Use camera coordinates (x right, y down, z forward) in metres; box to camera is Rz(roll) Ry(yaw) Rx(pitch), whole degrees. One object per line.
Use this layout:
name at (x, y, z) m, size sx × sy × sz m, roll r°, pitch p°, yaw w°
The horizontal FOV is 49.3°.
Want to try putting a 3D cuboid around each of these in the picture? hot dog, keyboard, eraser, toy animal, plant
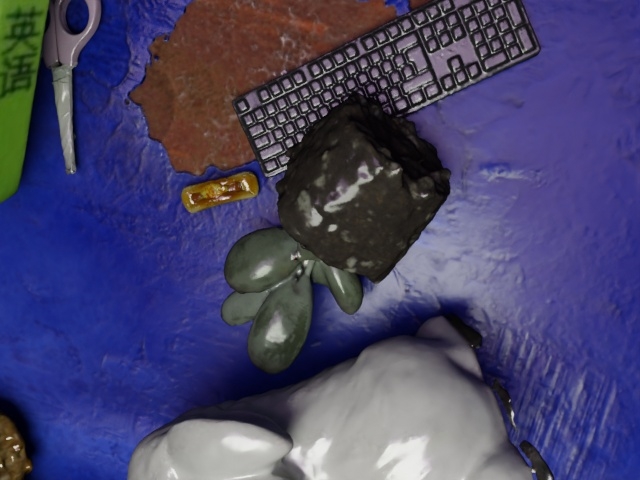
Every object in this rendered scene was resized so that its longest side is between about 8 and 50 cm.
hot dog at (-0.112, -0.052, 0.755) m, size 0.090 × 0.034 × 0.030 m, roll -14°, pitch 95°, yaw 11°
keyboard at (0.060, -0.170, 0.715) m, size 0.309 × 0.018 × 0.101 m, roll -23°, pitch 93°, yaw 13°
eraser at (-0.386, -0.179, 0.705) m, size 0.210 × 0.092 × 0.274 m, roll 34°, pitch 124°, yaw 13°
toy animal at (-0.003, 0.201, 0.644) m, size 0.357 × 0.258 × 0.194 m, roll -11°, pitch 94°, yaw -8°
plant at (0.001, -0.002, 0.687) m, size 0.149 × 0.146 × 0.275 m, roll 29°, pitch 116°, yaw -19°

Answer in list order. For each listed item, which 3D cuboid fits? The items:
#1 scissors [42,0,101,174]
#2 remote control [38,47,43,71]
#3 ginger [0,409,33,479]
scissors at (-0.286, -0.180, 0.777) m, size 0.110 × 0.021 × 0.212 m, roll -1°, pitch 98°, yaw 18°
remote control at (-0.390, -0.265, 0.757) m, size 0.247 × 0.052 × 0.104 m, roll 51°, pitch 126°, yaw 4°
ginger at (-0.431, 0.375, 0.810) m, size 0.274 × 0.152 × 0.358 m, roll -22°, pitch 91°, yaw 13°
